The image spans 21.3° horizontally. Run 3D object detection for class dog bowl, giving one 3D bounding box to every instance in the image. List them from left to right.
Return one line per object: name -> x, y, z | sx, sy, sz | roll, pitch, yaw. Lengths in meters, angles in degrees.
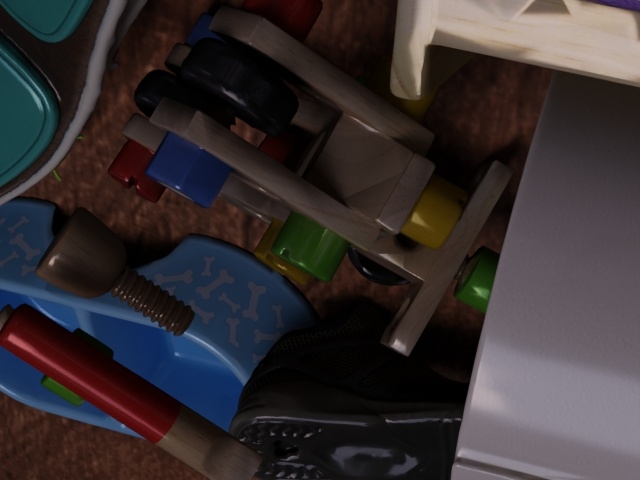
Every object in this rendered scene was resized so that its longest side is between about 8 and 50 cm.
dog bowl -> -0.142, 0.068, 1.214 | 0.297, 0.074, 0.166 | 12, 136, 22

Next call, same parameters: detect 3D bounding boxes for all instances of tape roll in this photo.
tape roll -> 0.173, 0.040, 0.830 | 0.169, 0.246, 0.246 | 14, 138, 9

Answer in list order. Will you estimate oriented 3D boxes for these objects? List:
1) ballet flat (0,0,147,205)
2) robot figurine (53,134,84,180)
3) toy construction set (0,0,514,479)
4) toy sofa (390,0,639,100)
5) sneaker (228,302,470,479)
ballet flat -> -0.148, -0.140, 0.955 | 0.139, 0.139, 0.400 | 38, 140, -7
robot figurine -> -0.209, -0.084, 1.104 | 0.115, 0.067, 0.101 | 34, 134, -2
toy construction set -> 0.000, 0.000, 0.894 | 0.237, 0.309, 0.257 | 35, 149, -11
toy sofa -> 0.216, -0.125, 0.684 | 0.363, 0.150, 0.177 | 15, 120, 20
sneaker -> 0.063, 0.100, 1.098 | 0.228, 0.130, 0.087 | 4, 128, 8
